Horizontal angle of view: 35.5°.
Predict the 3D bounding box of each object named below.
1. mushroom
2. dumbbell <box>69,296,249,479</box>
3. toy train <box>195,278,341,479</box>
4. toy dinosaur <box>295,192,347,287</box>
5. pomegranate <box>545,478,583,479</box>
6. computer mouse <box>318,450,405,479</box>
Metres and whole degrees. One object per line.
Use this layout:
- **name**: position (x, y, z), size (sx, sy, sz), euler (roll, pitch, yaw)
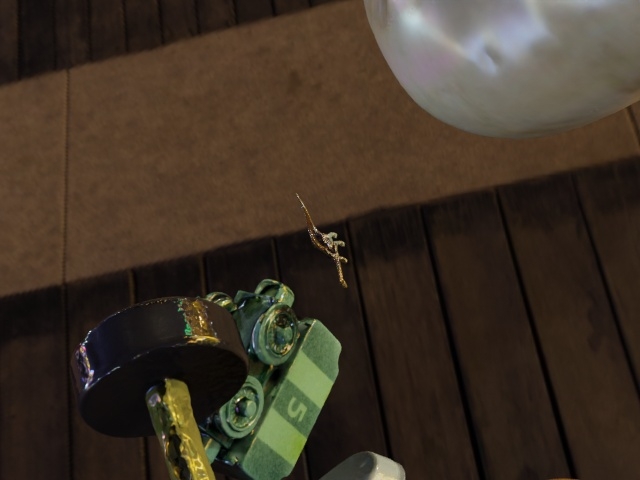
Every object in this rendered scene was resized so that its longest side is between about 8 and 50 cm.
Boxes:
- **mushroom**: position (0.167, -0.230, 0.678), size (0.353, 0.353, 0.325), euler (7, 94, 18)
- **dumbbell**: position (-0.147, 0.243, 1.098), size (0.204, 0.203, 0.322), euler (-23, 56, 0)
- **toy train**: position (-0.107, 0.213, 1.502), size (0.167, 0.238, 0.299), euler (9, 60, 40)
- **toy dinosaur**: position (0.009, 0.002, 1.633), size (0.037, 0.058, 0.180), euler (-46, 63, 17)
- **pomegranate**: position (0.220, 0.356, 0.879), size (0.252, 0.229, 0.270), euler (29, 104, 28)
- **computer mouse**: position (0.018, 0.374, 1.348), size (0.231, 0.128, 0.079), euler (-35, 101, -3)
